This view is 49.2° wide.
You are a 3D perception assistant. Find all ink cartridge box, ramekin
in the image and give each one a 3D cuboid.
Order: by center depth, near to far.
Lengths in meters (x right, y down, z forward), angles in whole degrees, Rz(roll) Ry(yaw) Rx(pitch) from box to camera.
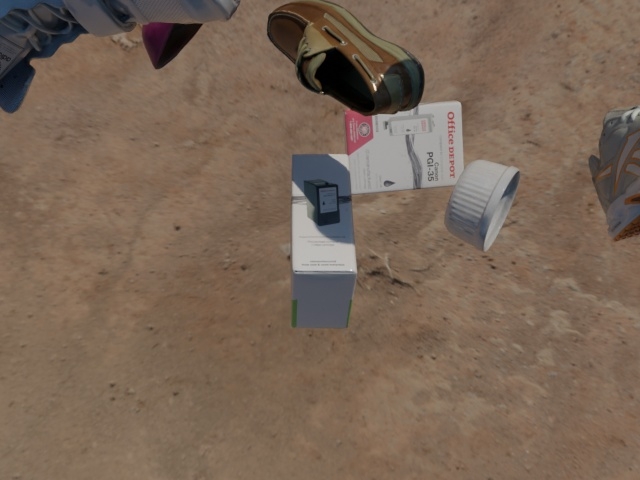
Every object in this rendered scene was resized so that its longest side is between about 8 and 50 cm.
[{"bbox_3d":[0.000,0.000,1.317,0.114,0.198,0.273,0,53,-3],"label":"ink cartridge box"},{"bbox_3d":[0.368,-0.087,1.608,0.109,0.207,0.207,25,92,20],"label":"ramekin"},{"bbox_3d":[0.202,-0.230,1.716,0.282,0.117,0.207,-5,102,0],"label":"ink cartridge box"}]

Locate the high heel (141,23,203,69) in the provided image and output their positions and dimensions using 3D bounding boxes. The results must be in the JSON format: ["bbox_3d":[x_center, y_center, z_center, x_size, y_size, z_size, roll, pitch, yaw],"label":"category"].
[{"bbox_3d":[-0.235,-0.474,1.454,0.377,0.127,0.182,0,95,44],"label":"high heel"}]

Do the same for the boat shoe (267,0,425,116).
[{"bbox_3d":[0.018,-0.299,1.139,0.119,0.123,0.324,-30,50,-33],"label":"boat shoe"}]

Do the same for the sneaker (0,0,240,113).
[{"bbox_3d":[-0.262,-0.226,0.700,0.365,0.137,0.210,21,83,20],"label":"sneaker"}]

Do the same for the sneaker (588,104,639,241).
[{"bbox_3d":[0.328,-0.102,0.684,0.099,0.262,0.121,-16,66,-12],"label":"sneaker"}]
